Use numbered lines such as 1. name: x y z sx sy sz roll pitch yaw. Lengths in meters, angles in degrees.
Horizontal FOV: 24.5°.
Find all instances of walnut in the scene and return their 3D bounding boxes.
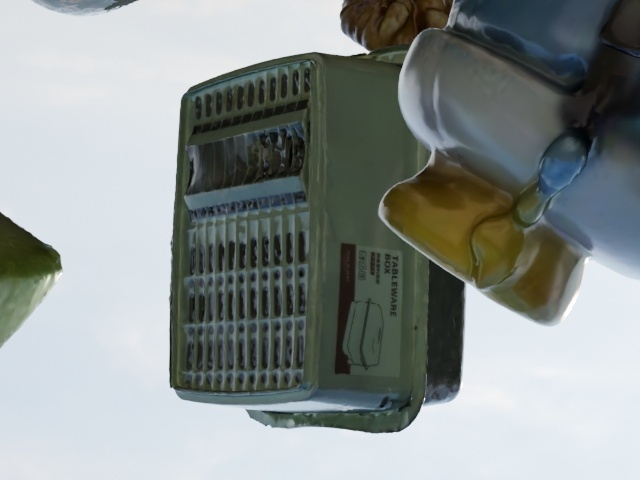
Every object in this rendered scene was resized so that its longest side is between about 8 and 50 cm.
1. walnut: 0.085 -0.184 1.221 0.143 0.069 0.170 13 -157 -23

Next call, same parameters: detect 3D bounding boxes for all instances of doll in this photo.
1. doll: 0.117 -0.125 0.384 0.141 0.314 0.177 32 -176 3

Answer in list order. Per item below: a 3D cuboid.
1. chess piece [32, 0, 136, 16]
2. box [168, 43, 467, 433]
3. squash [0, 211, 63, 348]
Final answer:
1. chess piece: -0.147 -0.231 0.697 0.142 0.261 0.143 -19 -163 6
2. box: 0.000 0.000 1.131 0.166 0.290 0.220 8 171 -40
3. squash: -0.241 0.032 0.478 0.237 0.155 0.204 25 -163 17
